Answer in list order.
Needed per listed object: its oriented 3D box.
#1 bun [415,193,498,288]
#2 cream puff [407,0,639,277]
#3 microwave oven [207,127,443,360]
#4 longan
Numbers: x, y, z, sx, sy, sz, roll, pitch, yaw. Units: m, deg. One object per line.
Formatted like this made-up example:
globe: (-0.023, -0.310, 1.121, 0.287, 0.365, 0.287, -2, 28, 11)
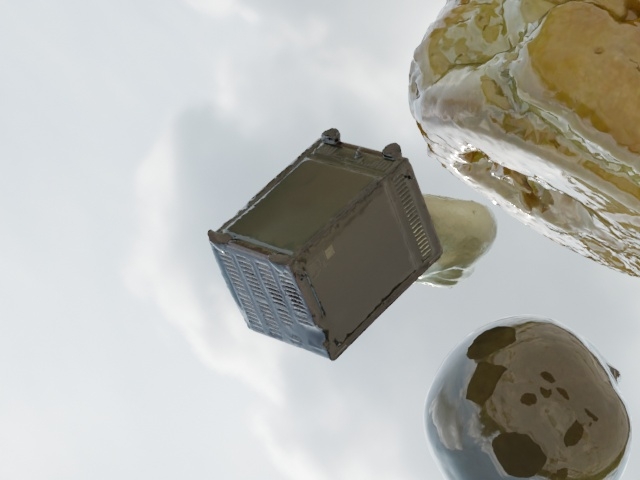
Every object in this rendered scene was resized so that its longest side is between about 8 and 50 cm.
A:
bun: (0.145, -0.001, 2.346, 0.231, 0.231, 0.133, 8, -92, -42)
cream puff: (0.236, -0.124, 1.327, 0.327, 0.231, 0.343, 31, 171, 11)
microwave oven: (0.001, 0.002, 2.120, 0.247, 0.188, 0.178, -42, -49, -27)
longan: (0.295, 0.251, 2.309, 0.319, 0.319, 0.319, 27, -141, -25)
